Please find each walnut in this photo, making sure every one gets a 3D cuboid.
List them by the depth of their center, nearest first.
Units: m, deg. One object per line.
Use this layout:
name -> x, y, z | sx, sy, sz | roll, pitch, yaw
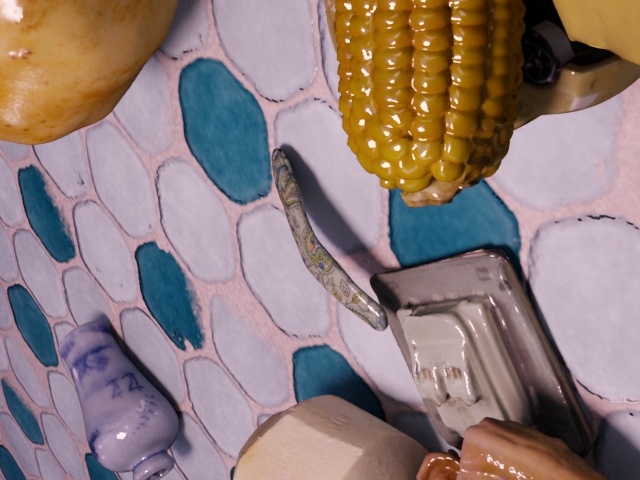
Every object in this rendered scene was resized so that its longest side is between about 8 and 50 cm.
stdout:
walnut -> 0.175, 0.269, 0.913 | 0.204, 0.141, 0.238 | 35, 156, 5

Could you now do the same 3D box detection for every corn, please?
corn -> 0.064, -0.200, 0.617 | 0.120, 0.120, 0.363 | 9, 102, 50

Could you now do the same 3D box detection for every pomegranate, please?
pomegranate -> -0.302, -0.270, 1.034 | 0.332, 0.332, 0.332 | 32, 136, 36

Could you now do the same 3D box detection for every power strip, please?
power strip -> 0.131, 0.120, 0.958 | 0.198, 0.064, 0.213 | -18, 99, 55

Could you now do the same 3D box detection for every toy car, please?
toy car -> 0.118, -0.145, 0.756 | 0.256, 0.101, 0.124 | 34, 145, 37

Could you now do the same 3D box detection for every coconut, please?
coconut -> 0.022, 0.290, 1.086 | 0.241, 0.241, 0.241 | 32, 136, 36

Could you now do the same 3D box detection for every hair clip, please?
hair clip -> -0.002, 0.000, 1.036 | 0.229, 0.036, 0.066 | 58, 157, 25

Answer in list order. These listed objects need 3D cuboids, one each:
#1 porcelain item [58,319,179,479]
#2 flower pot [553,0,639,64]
porcelain item -> -0.307, 0.248, 1.567 | 0.259, 0.141, 0.141 | 58, 147, 22
flower pot -> 0.196, -0.199, 0.552 | 0.195, 0.195, 0.179 | 25, 144, 41
